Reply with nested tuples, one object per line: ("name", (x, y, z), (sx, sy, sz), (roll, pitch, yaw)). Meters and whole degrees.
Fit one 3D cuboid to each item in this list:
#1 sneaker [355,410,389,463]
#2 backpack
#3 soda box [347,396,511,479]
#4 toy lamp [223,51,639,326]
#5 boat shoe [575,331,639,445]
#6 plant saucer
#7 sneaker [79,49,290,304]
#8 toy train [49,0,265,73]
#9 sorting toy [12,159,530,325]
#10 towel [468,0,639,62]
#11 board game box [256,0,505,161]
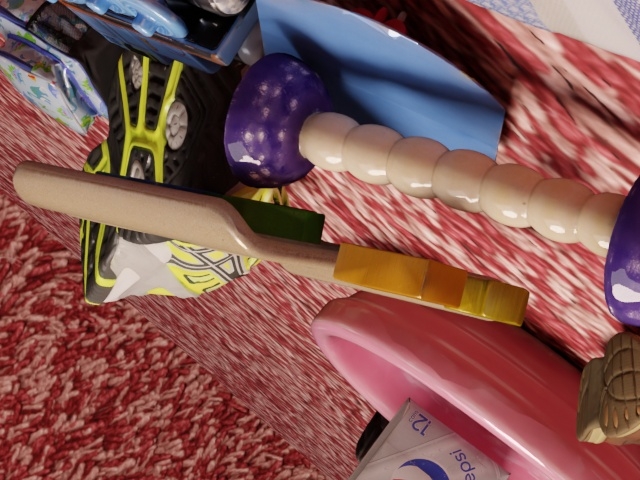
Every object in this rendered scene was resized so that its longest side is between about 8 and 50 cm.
("sneaker", (0.144, 0.226, 1.561), (0.162, 0.106, 0.281), (38, 169, -13))
("backpack", (-0.199, -0.144, 1.223), (0.114, 0.084, 0.105), (36, 167, 28))
("soda box", (0.080, 0.211, 1.290), (0.098, 0.091, 0.286), (36, 169, 10))
("toy lamp", (0.084, -0.021, 0.739), (0.274, 0.080, 0.080), (20, 160, 33))
("boat shoe", (0.200, 0.094, 0.975), (0.060, 0.064, 0.178), (8, 169, 0))
("plant saucer", (0.144, 0.139, 1.253), (0.332, 0.084, 0.332), (37, 170, 8))
("sneaker", (-0.081, -0.051, 1.170), (0.147, 0.145, 0.384), (-1, 168, -18))
("toy train", (-0.086, -0.142, 0.890), (0.184, 0.080, 0.105), (24, 171, 46))
("sorting toy", (0.000, 0.000, 0.891), (0.229, 0.041, 0.307), (16, 177, -43))
("towel", (0.013, -0.162, 0.592), (0.285, 0.034, 0.209), (31, 169, 45))
("board game box", (0.036, -0.087, 0.816), (0.133, 0.033, 0.169), (25, 165, 10))
